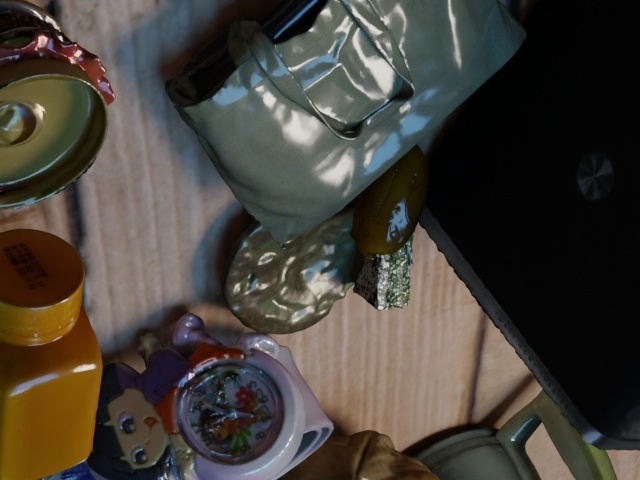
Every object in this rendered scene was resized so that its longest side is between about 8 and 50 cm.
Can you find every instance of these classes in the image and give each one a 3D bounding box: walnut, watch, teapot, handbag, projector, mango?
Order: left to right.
[{"bbox_3d":[-0.126,0.196,2.076,0.244,0.196,0.231,-30,166,-4],"label":"watch"},{"bbox_3d":[0.022,-0.157,1.811,0.316,0.109,0.253,-39,140,6],"label":"handbag"},{"bbox_3d":[0.040,0.358,2.280,0.252,0.277,0.313,-41,152,-23],"label":"walnut"},{"bbox_3d":[0.069,-0.039,1.961,0.063,0.077,0.127,16,107,-19],"label":"mango"},{"bbox_3d":[0.238,0.371,2.492,0.321,0.239,0.239,-34,146,-5],"label":"teapot"},{"bbox_3d":[0.350,-0.057,1.948,0.242,0.395,0.405,6,128,-41],"label":"projector"}]

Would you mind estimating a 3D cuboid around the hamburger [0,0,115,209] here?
[{"bbox_3d":[-0.259,-0.122,1.588,0.175,0.137,0.175,-19,144,-15],"label":"hamburger"}]

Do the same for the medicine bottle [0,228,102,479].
[{"bbox_3d":[-0.278,0.103,1.823,0.112,0.149,0.222,-15,140,-27],"label":"medicine bottle"}]

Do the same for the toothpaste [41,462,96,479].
[{"bbox_3d":[-0.283,0.340,2.184,0.099,0.068,0.282,-39,150,-55],"label":"toothpaste"}]

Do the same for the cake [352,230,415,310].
[{"bbox_3d":[0.077,0.012,2.043,0.051,0.055,0.140,-11,135,-32],"label":"cake"}]

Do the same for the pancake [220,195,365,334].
[{"bbox_3d":[0.000,-0.001,2.029,0.222,0.042,0.236,17,117,-49],"label":"pancake"}]
